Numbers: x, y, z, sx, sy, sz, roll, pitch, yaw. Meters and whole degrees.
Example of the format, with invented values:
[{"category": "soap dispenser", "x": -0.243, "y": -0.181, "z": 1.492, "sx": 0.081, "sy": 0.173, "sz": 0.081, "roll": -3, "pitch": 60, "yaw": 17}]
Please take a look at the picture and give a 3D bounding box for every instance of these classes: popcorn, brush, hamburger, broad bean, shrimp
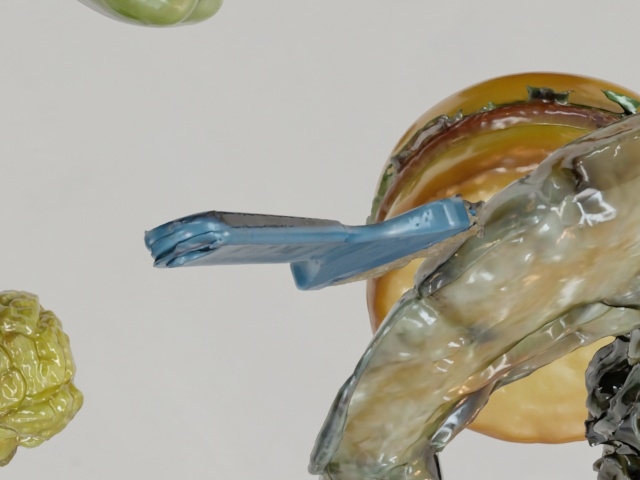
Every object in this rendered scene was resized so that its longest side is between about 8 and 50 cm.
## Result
[{"category": "popcorn", "x": -0.385, "y": 0.161, "z": 1.846, "sx": 0.203, "sy": 0.226, "sz": 0.200, "roll": -34, "pitch": 136, "yaw": -16}, {"category": "brush", "x": 0.000, "y": 0.000, "z": 0.396, "sx": 0.164, "sy": 0.051, "sz": 0.014, "roll": 1, "pitch": 67, "yaw": -69}, {"category": "hamburger", "x": 0.145, "y": 0.001, "z": 1.005, "sx": 0.246, "sy": 0.246, "sz": 0.170, "roll": 44, "pitch": 28, "yaw": -24}, {"category": "broad bean", "x": -0.209, "y": -0.290, "z": 1.621, "sx": 0.238, "sy": 0.291, "sz": 0.119, "roll": 19, "pitch": 95, "yaw": -33}, {"category": "shrimp", "x": 0.099, "y": 0.069, "z": 0.641, "sx": 0.233, "sy": 0.365, "sz": 0.071, "roll": -22, "pitch": 60, "yaw": -12}]
